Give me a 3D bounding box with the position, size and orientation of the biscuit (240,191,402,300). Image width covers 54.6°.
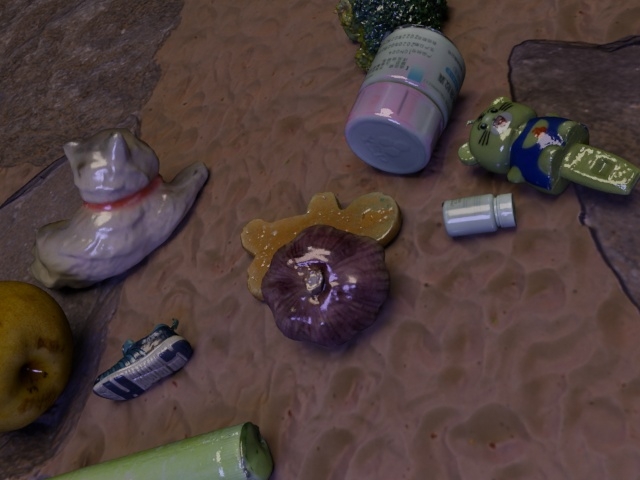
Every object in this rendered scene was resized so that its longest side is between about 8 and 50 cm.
[{"bbox_3d":[0.000,0.000,0.849,0.234,0.030,0.153,-21,54,13],"label":"biscuit"}]

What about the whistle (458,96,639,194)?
[{"bbox_3d":[0.269,-0.108,0.749,0.227,0.085,0.105,32,84,40],"label":"whistle"}]

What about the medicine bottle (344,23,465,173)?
[{"bbox_3d":[0.117,-0.193,0.860,0.135,0.135,0.168,9,61,33],"label":"medicine bottle"}]

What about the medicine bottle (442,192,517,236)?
[{"bbox_3d":[0.194,-0.032,0.758,0.083,0.047,0.047,-8,54,22],"label":"medicine bottle"}]

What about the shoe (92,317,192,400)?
[{"bbox_3d":[-0.246,0.163,0.840,0.143,0.064,0.071,-34,49,-2],"label":"shoe"}]

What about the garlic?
[{"bbox_3d":[0.003,0.054,0.742,0.159,0.102,0.147,-14,89,12],"label":"garlic"}]

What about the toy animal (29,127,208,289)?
[{"bbox_3d":[-0.382,-0.052,1.001,0.307,0.188,0.266,3,67,26],"label":"toy animal"}]

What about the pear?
[{"bbox_3d":[-0.456,0.156,0.865,0.209,0.209,0.209,-14,51,19],"label":"pear"}]

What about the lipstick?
[{"bbox_3d":[-0.201,0.281,0.723,0.304,0.076,0.076,-19,50,16],"label":"lipstick"}]

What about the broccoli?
[{"bbox_3d":[0.102,-0.373,1.017,0.194,0.194,0.220,6,83,31],"label":"broccoli"}]
